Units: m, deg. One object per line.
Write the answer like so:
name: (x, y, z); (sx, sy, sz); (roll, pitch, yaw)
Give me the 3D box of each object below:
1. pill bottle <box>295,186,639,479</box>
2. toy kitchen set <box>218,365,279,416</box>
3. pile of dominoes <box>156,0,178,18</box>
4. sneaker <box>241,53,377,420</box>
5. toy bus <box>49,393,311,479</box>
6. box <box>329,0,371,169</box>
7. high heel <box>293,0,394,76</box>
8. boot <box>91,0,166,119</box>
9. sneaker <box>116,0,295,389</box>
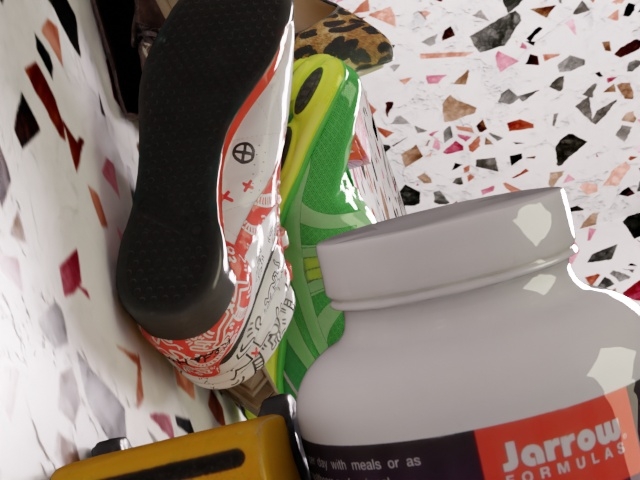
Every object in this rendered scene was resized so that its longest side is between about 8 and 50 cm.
pill bottle: (0.094, 0.144, 0.774); (0.181, 0.181, 0.323); (-46, 122, -82)
toy kitchen set: (-0.062, 0.124, 1.094); (0.083, 0.075, 0.068); (33, -20, 28)
pile of dominoes: (-0.133, -0.257, 1.124); (0.196, 0.040, 0.251); (15, 43, -58)
sneaker: (0.000, 0.000, 1.161); (0.109, 0.123, 0.295); (-122, -146, -57)
toy bus: (-0.039, 0.166, 0.855); (0.333, 0.108, 0.130); (51, 25, -73)
box: (-0.047, -0.187, 1.483); (0.122, 0.128, 0.257); (54, 22, -71)
high heel: (-0.050, -0.221, 1.288); (0.261, 0.093, 0.186); (13, -54, 47)
boot: (-0.100, -0.092, 1.181); (0.207, 0.090, 0.248); (-19, 99, -69)
sneaker: (-0.061, -0.038, 1.037); (0.145, 0.090, 0.270); (66, 30, -59)
